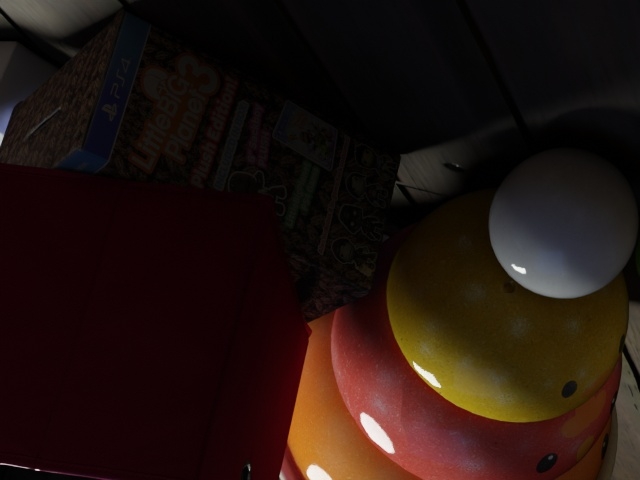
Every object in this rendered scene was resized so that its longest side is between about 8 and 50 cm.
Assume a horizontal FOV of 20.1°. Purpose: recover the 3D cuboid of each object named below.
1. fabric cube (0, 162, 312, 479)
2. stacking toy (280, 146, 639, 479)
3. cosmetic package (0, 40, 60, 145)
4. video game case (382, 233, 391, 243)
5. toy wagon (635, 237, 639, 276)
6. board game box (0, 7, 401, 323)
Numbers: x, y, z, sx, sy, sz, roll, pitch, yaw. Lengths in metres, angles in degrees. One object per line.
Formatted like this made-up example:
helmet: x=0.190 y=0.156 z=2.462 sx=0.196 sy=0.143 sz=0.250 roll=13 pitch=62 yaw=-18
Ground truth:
fabric cube: x=-0.166 y=0.119 z=1.491 sx=0.259 sy=0.258 sz=0.254 roll=7 pitch=151 yaw=13
stacking toy: x=0.149 y=0.073 z=1.562 sx=0.350 sy=0.351 sz=0.480 roll=21 pitch=151 yaw=0
cosmetic package: x=-0.334 y=-0.104 z=1.888 sx=0.377 sy=0.097 sz=0.284 roll=6 pitch=158 yaw=47
video game case: x=0.000 y=0.000 z=1.951 sx=0.285 sy=0.025 sz=0.204 roll=26 pitch=165 yaw=-22
toy wagon: x=0.431 y=0.063 z=1.474 sx=0.344 sy=0.068 sz=0.267 roll=31 pitch=164 yaw=-36
board game box: x=-0.119 y=-0.040 z=1.603 sx=0.291 sy=0.141 sz=0.232 roll=26 pitch=150 yaw=-23
